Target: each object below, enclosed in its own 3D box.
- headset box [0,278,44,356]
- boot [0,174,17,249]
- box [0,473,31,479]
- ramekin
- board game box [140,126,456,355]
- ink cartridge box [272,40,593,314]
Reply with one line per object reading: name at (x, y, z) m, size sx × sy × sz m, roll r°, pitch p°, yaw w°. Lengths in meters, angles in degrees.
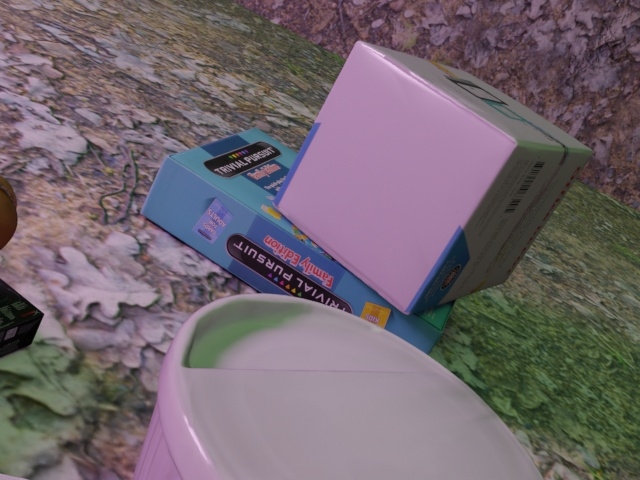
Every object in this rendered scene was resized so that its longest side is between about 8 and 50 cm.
headset box at (-0.252, 0.048, 0.568) m, size 0.083 × 0.032 × 0.062 m, roll 34°, pitch 21°, yaw 13°
boot at (-0.243, 0.063, 0.419) m, size 0.220 × 0.109 × 0.283 m, roll 41°, pitch 31°, yaw 21°
box at (-0.101, 0.168, 0.276) m, size 0.114 × 0.103 × 0.203 m, roll 24°, pitch -5°, yaw -26°
ramekin at (0.006, 0.163, 0.509) m, size 0.273 × 0.127 × 0.273 m, roll 25°, pitch 22°, yaw -11°
board game box at (0.000, 0.000, 0.932) m, size 0.336 × 0.079 × 0.254 m, roll 32°, pitch 21°, yaw 7°
ink cartridge box at (0.131, -0.069, 0.871) m, size 0.197 × 0.198 × 0.270 m, roll 39°, pitch 22°, yaw 24°
